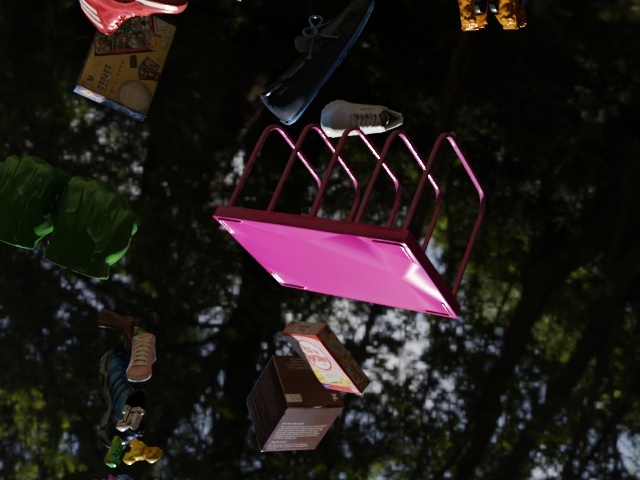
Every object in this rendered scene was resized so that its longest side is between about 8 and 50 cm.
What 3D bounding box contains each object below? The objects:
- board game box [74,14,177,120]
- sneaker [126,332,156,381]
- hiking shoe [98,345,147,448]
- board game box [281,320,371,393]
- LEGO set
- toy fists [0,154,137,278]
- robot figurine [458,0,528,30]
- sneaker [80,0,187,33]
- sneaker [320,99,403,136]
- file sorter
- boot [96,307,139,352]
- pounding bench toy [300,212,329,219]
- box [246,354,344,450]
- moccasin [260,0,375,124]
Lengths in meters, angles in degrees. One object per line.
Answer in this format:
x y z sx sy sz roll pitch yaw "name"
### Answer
-0.440 -0.414 1.923 0.165 0.243 0.042 23 158 -23 "board game box"
-0.358 0.227 1.682 0.051 0.070 0.134 -1 -164 0 "sneaker"
-0.522 0.415 2.303 0.132 0.304 0.113 -29 142 22 "hiking shoe"
0.013 0.274 2.000 0.045 0.193 0.147 -48 -157 -27 "board game box"
-0.402 0.468 1.814 0.093 0.087 0.227 -13 -136 31 "LEGO set"
-0.411 -0.045 1.329 0.279 0.142 0.096 20 -179 22 "toy fists"
0.376 -0.618 1.877 0.211 0.290 0.085 10 -153 37 "robot figurine"
-0.361 -0.455 1.631 0.221 0.128 0.087 19 -124 4 "sneaker"
0.098 -0.297 2.058 0.095 0.090 0.235 14 -160 43 "sneaker"
0.051 -0.041 1.150 0.291 0.182 0.202 9 155 33 "file sorter"
-0.568 0.247 2.334 0.114 0.106 0.037 17 152 -14 "boot"
0.000 0.000 1.466 0.083 0.065 0.052 11 -155 -22 "pounding bench toy"
-0.070 0.430 2.231 0.169 0.203 0.167 6 -139 -29 "box"
-0.015 -0.416 1.889 0.117 0.342 0.137 37 -163 -6 "moccasin"
